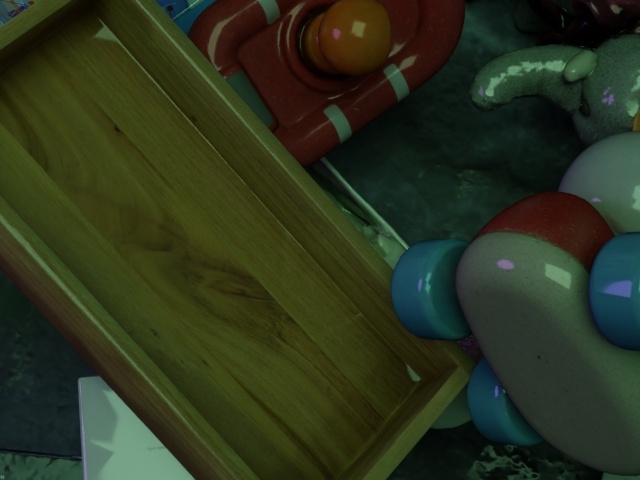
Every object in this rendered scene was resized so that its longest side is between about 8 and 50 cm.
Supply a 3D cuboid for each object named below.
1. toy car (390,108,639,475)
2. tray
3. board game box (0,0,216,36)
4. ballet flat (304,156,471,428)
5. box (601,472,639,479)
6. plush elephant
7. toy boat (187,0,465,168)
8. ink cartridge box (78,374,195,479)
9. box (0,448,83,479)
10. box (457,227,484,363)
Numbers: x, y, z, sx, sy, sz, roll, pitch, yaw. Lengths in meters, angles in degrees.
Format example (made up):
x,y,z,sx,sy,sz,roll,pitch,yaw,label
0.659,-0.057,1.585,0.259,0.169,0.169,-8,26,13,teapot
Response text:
x,y,z,sx,sy,sz,roll,pitch,yaw,label
0.218,0.017,0.856,0.238,0.219,0.210,-49,116,-28,toy car
-0.093,0.013,0.883,0.411,0.076,0.203,49,59,-5,tray
-0.231,-0.204,1.078,0.302,0.086,0.308,-39,54,-11,board game box
0.000,0.000,1.063,0.139,0.139,0.400,-39,79,-10,ballet flat
0.276,0.246,1.002,0.100,0.060,0.244,9,76,44,box
0.235,-0.181,1.040,0.329,0.272,0.255,13,73,1,plush elephant
0.015,-0.156,0.952,0.231,0.151,0.151,-37,105,-13,toy boat
-0.092,0.228,0.978,0.168,0.171,0.233,-5,75,-3,ink cartridge box
-0.267,0.252,1.010,0.155,0.093,0.158,6,76,1,box
0.248,0.070,0.985,0.256,0.122,0.128,2,69,41,box
